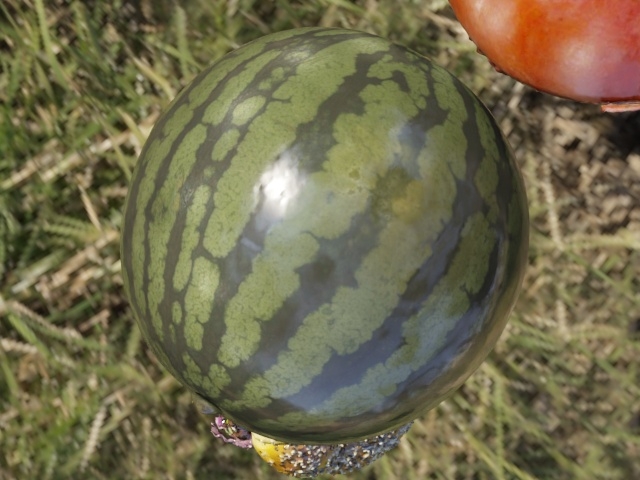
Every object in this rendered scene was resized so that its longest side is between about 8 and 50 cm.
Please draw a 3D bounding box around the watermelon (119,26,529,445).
[{"bbox_3d":[0.000,0.000,0.775,0.212,0.212,0.212,-11,118,-21],"label":"watermelon"}]

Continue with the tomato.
[{"bbox_3d":[0.179,-0.184,0.889,0.225,0.225,0.085,-23,146,-15],"label":"tomato"}]

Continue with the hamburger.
[{"bbox_3d":[0.001,0.114,1.143,0.189,0.093,0.164,15,122,-40],"label":"hamburger"}]
